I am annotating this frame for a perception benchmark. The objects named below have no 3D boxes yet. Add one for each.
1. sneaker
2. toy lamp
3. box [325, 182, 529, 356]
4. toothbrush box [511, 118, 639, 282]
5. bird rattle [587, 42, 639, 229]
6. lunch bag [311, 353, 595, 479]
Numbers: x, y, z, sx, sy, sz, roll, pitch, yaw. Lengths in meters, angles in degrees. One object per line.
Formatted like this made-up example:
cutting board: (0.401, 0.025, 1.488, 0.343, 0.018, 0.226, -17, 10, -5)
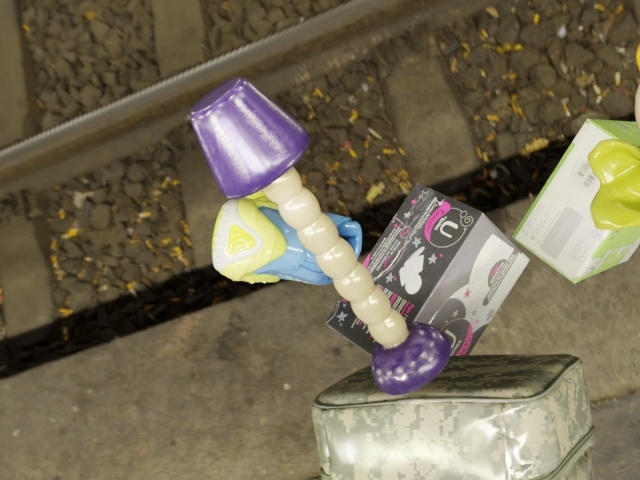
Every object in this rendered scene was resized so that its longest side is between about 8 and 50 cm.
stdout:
sneaker: (-0.027, 0.005, 0.824, 0.126, 0.240, 0.091, 12, 98, 1)
toy lamp: (0.000, 0.000, 0.666, 0.080, 0.080, 0.274, -29, 113, 13)
box: (0.158, 0.075, 1.264, 0.142, 0.163, 0.247, 32, 87, 46)
toothbrush box: (0.439, -0.066, 1.329, 0.122, 0.283, 0.206, 40, 117, 25)
bird rattle: (0.317, -0.059, 0.637, 0.143, 0.207, 0.253, -45, 43, -15)
lunch bag: (0.158, 0.273, 1.003, 0.305, 0.212, 0.256, -8, 93, 33)
